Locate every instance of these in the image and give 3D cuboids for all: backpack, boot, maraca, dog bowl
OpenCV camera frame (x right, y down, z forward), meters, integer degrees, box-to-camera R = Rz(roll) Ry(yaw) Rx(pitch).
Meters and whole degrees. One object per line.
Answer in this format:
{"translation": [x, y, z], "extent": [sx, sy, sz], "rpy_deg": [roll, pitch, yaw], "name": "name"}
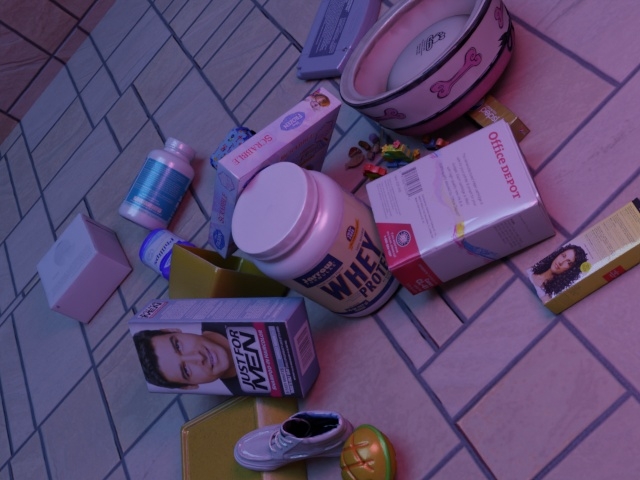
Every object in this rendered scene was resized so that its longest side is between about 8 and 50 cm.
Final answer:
{"translation": [-0.189, -0.193, 2.176], "extent": [0.158, 0.117, 0.173], "rpy_deg": [-47, 45, 13], "name": "backpack"}
{"translation": [-0.063, 0.380, 1.632], "extent": [0.259, 0.123, 0.095], "rpy_deg": [-13, 53, 11], "name": "boot"}
{"translation": [0.086, 0.434, 1.546], "extent": [0.127, 0.099, 0.185], "rpy_deg": [17, 103, 58], "name": "maraca"}
{"translation": [0.240, -0.399, 1.809], "extent": [0.408, 0.150, 0.407], "rpy_deg": [-35, 30, 24], "name": "dog bowl"}

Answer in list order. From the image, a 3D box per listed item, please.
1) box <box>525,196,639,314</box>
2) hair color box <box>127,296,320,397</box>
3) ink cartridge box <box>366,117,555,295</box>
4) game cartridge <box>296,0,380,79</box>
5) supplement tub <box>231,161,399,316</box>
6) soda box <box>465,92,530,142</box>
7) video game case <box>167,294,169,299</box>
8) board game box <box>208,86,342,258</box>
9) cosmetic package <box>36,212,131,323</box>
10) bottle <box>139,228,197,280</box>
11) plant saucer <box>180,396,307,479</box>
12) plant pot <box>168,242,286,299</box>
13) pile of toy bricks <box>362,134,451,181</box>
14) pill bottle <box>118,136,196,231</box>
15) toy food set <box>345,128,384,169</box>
{"translation": [0.478, 0.029, 1.447], "extent": [0.232, 0.058, 0.087], "rpy_deg": [-37, 45, 20], "name": "box"}
{"translation": [-0.206, 0.226, 1.782], "extent": [0.375, 0.185, 0.113], "rpy_deg": [-2, 23, 23], "name": "hair color box"}
{"translation": [0.266, -0.062, 1.615], "extent": [0.306, 0.131, 0.226], "rpy_deg": [-23, 51, 17], "name": "ink cartridge box"}
{"translation": [0.056, -0.563, 2.218], "extent": [0.196, 0.060, 0.294], "rpy_deg": [4, 69, 48], "name": "game cartridge"}
{"translation": [0.000, 0.000, 1.717], "extent": [0.236, 0.325, 0.235], "rpy_deg": [-23, 52, 33], "name": "supplement tub"}
{"translation": [0.354, -0.263, 1.744], "extent": [0.061, 0.058, 0.181], "rpy_deg": [-47, 43, 10], "name": "soda box"}
{"translation": [-0.348, 0.233, 2.131], "extent": [0.206, 0.026, 0.226], "rpy_deg": [0, 67, 43], "name": "video game case"}
{"translation": [-0.106, -0.145, 1.852], "extent": [0.066, 0.318, 0.319], "rpy_deg": [41, 58, 14], "name": "board game box"}
{"translation": [-0.703, 0.082, 2.476], "extent": [0.224, 0.138, 0.224], "rpy_deg": [-49, 41, 9], "name": "cosmetic package"}
{"translation": [-0.376, 0.056, 2.215], "extent": [0.283, 0.092, 0.118], "rpy_deg": [26, 81, 48], "name": "bottle"}
{"translation": [-0.189, 0.473, 1.792], "extent": [0.333, 0.081, 0.332], "rpy_deg": [-32, 47, 25], "name": "plant saucer"}
{"translation": [-0.237, 0.138, 1.964], "extent": [0.212, 0.212, 0.187], "rpy_deg": [22, 96, 48], "name": "plant pot"}
{"translation": [0.185, -0.183, 1.819], "extent": [0.212, 0.105, 0.118], "rpy_deg": [3, 68, 44], "name": "pile of toy bricks"}
{"translation": [-0.455, -0.158, 2.382], "extent": [0.146, 0.146, 0.264], "rpy_deg": [20, 81, 48], "name": "pill bottle"}
{"translation": [0.109, -0.216, 1.980], "extent": [0.122, 0.019, 0.077], "rpy_deg": [-22, 52, 43], "name": "toy food set"}
